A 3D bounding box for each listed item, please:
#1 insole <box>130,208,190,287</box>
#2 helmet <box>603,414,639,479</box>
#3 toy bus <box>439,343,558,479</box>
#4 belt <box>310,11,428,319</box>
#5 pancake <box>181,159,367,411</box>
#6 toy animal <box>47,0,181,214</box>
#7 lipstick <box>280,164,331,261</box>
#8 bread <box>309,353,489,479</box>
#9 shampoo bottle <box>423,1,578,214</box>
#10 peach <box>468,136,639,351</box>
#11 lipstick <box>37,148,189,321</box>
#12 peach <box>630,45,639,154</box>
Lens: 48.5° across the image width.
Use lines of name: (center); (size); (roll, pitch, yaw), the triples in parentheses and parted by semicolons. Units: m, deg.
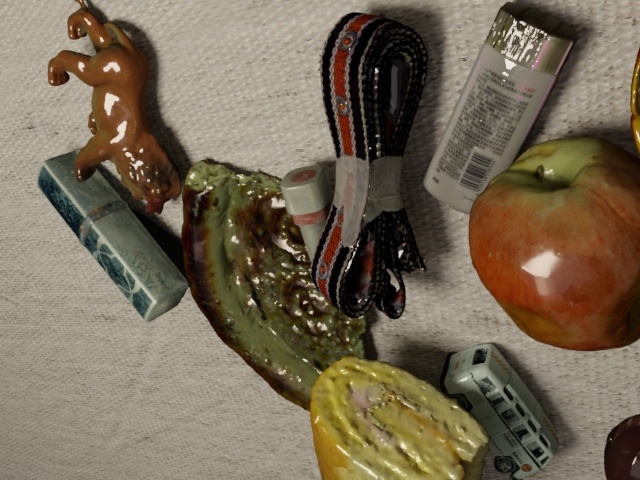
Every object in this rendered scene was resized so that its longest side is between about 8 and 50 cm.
insole: (-0.242, 0.021, 1.138); (0.310, 0.012, 0.110); (22, 123, 15)
helmet: (0.414, 0.290, 0.911); (0.098, 0.070, 0.123); (16, 127, 20)
toy bus: (0.246, 0.231, 0.958); (0.089, 0.087, 0.194); (-32, 100, 29)
belt: (0.055, -0.076, 0.823); (0.094, 0.126, 0.359); (40, 137, 55)
pancake: (-0.056, 0.087, 1.033); (0.305, 0.067, 0.426); (1, 115, 25)
toy animal: (-0.274, -0.179, 0.983); (0.158, 0.097, 0.312); (7, 122, 17)
lipstick: (-0.001, 0.000, 0.919); (0.057, 0.063, 0.186); (-9, 117, 15)
bread: (0.099, 0.329, 1.006); (0.237, 0.165, 0.375); (28, 149, 27)
shampoo bottle: (0.188, -0.135, 0.770); (0.086, 0.056, 0.227); (29, 130, 14)
peach: (0.271, 0.013, 0.734); (0.214, 0.214, 0.235); (-9, 133, 33)
lipstick: (-0.315, -0.009, 1.080); (0.289, 0.076, 0.077); (48, 136, 10)
peach: (0.387, -0.127, 0.546); (0.245, 0.248, 0.274); (4, 125, -22)
